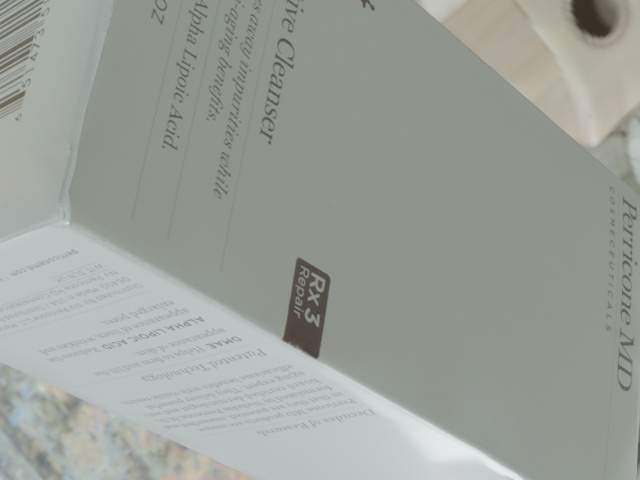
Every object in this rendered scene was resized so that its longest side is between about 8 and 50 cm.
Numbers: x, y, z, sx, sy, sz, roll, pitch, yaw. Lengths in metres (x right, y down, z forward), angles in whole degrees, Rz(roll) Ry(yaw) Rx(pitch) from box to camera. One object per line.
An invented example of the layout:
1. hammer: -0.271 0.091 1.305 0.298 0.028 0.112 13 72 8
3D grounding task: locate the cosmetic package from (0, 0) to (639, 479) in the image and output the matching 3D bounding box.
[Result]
1. cosmetic package: 0.000 0.000 0.658 0.156 0.217 0.385 -18 144 42
